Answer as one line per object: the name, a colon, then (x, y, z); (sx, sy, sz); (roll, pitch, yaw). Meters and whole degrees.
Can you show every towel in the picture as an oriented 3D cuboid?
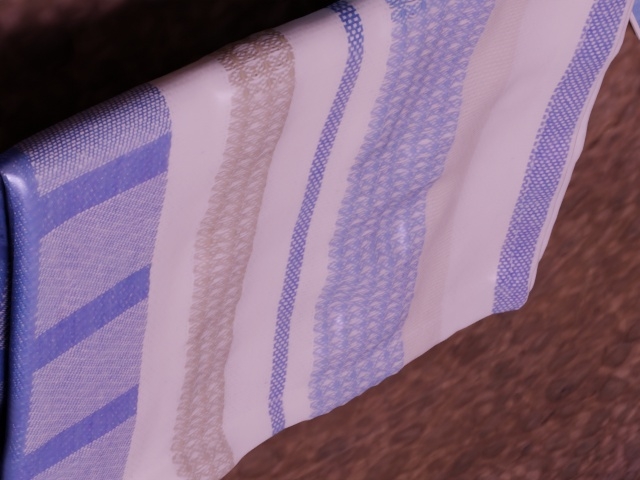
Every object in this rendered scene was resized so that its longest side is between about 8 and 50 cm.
towel: (0.000, 0.000, 0.643); (0.285, 0.034, 0.209); (-27, 145, -35)

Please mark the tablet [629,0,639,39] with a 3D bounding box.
tablet: (0.136, -0.116, 0.707); (0.054, 0.006, 0.083); (-41, 146, 1)
